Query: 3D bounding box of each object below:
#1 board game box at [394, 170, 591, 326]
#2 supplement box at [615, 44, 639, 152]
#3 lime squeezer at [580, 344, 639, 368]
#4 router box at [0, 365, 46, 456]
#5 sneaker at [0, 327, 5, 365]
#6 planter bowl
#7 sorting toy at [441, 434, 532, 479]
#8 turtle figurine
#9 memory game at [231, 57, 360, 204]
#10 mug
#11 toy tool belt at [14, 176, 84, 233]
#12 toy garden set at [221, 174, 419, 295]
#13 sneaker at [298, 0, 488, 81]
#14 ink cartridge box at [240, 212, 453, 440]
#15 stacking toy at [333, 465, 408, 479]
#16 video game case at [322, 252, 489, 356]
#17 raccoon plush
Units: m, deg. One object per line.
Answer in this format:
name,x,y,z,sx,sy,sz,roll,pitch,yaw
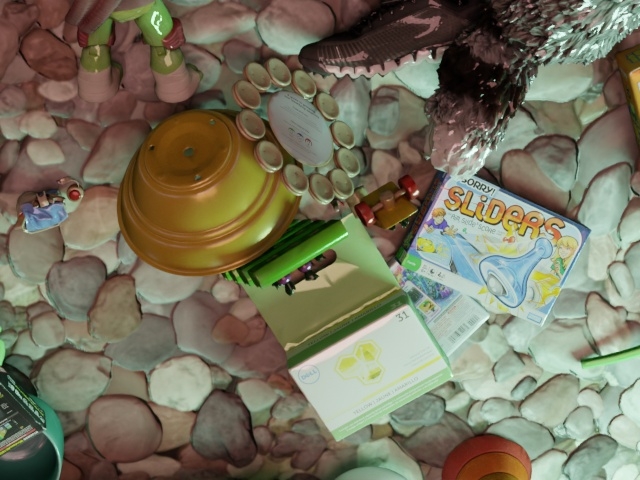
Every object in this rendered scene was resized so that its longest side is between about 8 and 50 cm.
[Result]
board game box,0.208,0.005,1.774,0.201,0.035,0.136,23,100,-16
supplement box,0.415,-0.118,1.736,0.080,0.078,0.233,-16,113,3
lime squeezer,0.467,0.079,1.835,0.110,0.059,0.310,36,105,-19
router box,-0.389,0.207,1.680,0.122,0.038,0.092,-30,123,7
sneaker,-0.608,0.122,1.686,0.482,0.185,0.202,-1,147,-13
planter bowl,-0.133,-0.076,1.605,0.217,0.217,0.090,-21,148,2
sorting toy,0.167,0.432,1.908,0.127,0.126,0.365,24,107,-16
turtle figurine,-0.208,-0.295,1.576,0.198,0.275,0.266,-23,136,-21
memory game,-0.026,-0.122,1.634,0.186,0.186,0.012,40,130,-20
mug,-0.375,0.235,1.776,0.129,0.097,0.158,2,111,-7
toy tool belt,-0.312,-0.036,1.696,0.083,0.051,0.052,-21,113,2
toy garden set,0.000,0.000,1.646,0.204,0.244,0.049,-31,98,-10
sneaker,0.087,-0.242,1.649,0.234,0.078,0.106,-8,110,-7
ink cartridge box,0.031,0.107,1.777,0.171,0.056,0.235,-30,113,7
stacking toy,-0.088,0.423,1.814,0.480,0.350,0.351,-23,114,-14
video game case,0.106,0.101,1.821,0.143,0.019,0.157,41,103,-19
raccoon plush,0.308,-0.235,1.519,0.216,0.299,0.446,14,99,-25
